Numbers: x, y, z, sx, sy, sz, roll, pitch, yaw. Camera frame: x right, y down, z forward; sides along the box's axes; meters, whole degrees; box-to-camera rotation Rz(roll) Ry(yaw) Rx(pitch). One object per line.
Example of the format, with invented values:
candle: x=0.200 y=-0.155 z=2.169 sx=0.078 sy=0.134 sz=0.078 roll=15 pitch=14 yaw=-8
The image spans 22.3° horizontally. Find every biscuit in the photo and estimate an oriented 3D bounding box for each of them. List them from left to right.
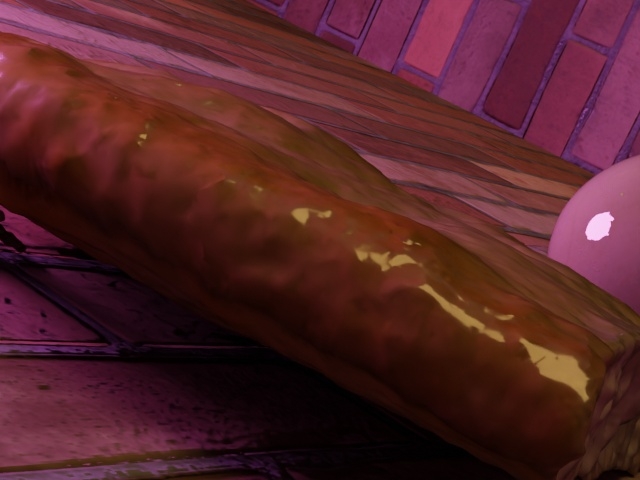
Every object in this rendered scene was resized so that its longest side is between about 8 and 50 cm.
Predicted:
biscuit: x=0.000 y=-0.001 z=0.863 sx=0.446 sy=0.104 sz=0.429 roll=28 pitch=5 yaw=24

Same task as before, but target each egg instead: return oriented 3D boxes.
egg: x=0.276 y=0.033 z=1.143 sx=0.242 sy=0.186 sz=0.186 roll=22 pitch=10 yaw=-10

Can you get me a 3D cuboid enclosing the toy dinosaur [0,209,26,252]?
toy dinosaur: x=-0.192 y=-0.020 z=0.799 sx=0.113 sy=0.026 sz=0.041 roll=29 pitch=0 yaw=-25

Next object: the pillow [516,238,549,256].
pillow: x=0.237 y=0.056 z=1.311 sx=0.208 sy=0.053 sz=0.119 roll=32 pitch=12 yaw=30
